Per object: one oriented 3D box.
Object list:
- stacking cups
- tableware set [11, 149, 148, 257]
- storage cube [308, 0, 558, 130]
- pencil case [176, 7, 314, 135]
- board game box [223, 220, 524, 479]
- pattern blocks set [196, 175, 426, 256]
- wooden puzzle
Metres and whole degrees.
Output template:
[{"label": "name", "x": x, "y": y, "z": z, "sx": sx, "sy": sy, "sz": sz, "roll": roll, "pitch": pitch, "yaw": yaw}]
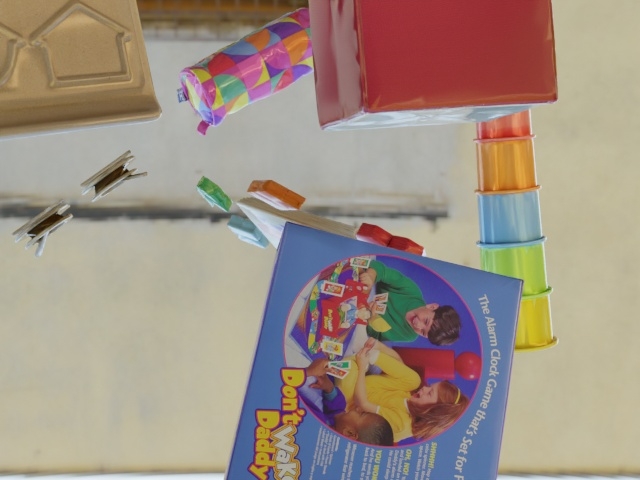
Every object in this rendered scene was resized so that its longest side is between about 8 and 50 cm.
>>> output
[{"label": "stacking cups", "x": 0.228, "y": -0.028, "z": 1.473, "sx": 0.096, "sy": 0.316, "sz": 0.096, "roll": -4, "pitch": -171, "yaw": 1}, {"label": "tableware set", "x": -0.318, "y": -0.044, "z": 1.654, "sx": 0.194, "sy": 0.039, "sz": 0.128, "roll": -37, "pitch": -177, "yaw": -6}, {"label": "storage cube", "x": 0.097, "y": -0.211, "z": 1.182, "sx": 0.215, "sy": 0.193, "sz": 0.184, "roll": -5, "pitch": -179, "yaw": -14}, {"label": "pencil case", "x": -0.094, "y": -0.249, "z": 1.802, "sx": 0.236, "sy": 0.104, "sz": 0.104, "roll": -32, "pitch": -146, "yaw": -21}, {"label": "board game box", "x": 0.041, "y": 0.176, "z": 1.118, "sx": 0.233, "sy": 0.078, "sz": 0.347, "roll": 14, "pitch": -115, "yaw": -3}, {"label": "pattern blocks set", "x": 0.000, "y": 0.000, "z": 1.511, "sx": 0.325, "sy": 0.026, "sz": 0.285, "roll": 22, "pitch": 164, "yaw": 22}, {"label": "wooden puzzle", "x": -0.365, "y": -0.283, "z": 1.448, "sx": 0.322, "sy": 0.347, "sz": 0.080, "roll": -13, "pitch": 177, "yaw": -41}]
